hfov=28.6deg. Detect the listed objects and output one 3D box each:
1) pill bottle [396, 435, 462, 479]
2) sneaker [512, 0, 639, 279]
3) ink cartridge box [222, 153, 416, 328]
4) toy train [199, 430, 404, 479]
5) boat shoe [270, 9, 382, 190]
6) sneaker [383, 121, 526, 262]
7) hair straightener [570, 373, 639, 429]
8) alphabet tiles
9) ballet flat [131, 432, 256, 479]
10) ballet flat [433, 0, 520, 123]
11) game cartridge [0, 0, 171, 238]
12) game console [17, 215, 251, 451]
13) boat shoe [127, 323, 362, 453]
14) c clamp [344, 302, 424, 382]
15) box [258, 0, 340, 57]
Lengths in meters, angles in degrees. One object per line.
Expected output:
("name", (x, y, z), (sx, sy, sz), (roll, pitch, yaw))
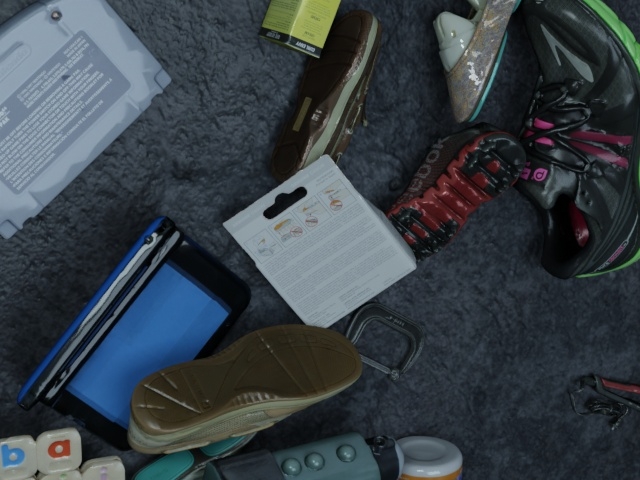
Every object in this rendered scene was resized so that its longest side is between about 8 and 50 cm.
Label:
("pill bottle", (0.157, 0.423, 1.949), (0.121, 0.121, 0.216), (-8, 109, -26))
("sneaker", (0.374, -0.150, 1.857), (0.202, 0.185, 0.483), (-26, 114, -23))
("ink cartridge box", (0.000, 0.000, 1.746), (0.181, 0.056, 0.225), (-34, 114, 12))
("toy train", (-0.032, 0.369, 1.794), (0.334, 0.142, 0.190), (-9, 138, -26))
("boat shoe", (0.023, -0.187, 1.722), (0.095, 0.095, 0.257), (20, 102, -43))
("sneaker", (0.173, -0.071, 1.823), (0.276, 0.135, 0.097), (-42, 115, 16))
("hair straightener", (0.513, 0.284, 2.139), (0.230, 0.047, 0.089), (14, 98, -30))
("alphabet tiles", (-0.398, 0.359, 1.647), (0.284, 0.021, 0.278), (-7, 126, -17))
("ballet flat", (-0.173, 0.308, 1.782), (0.213, 0.072, 0.068), (-33, 145, -15))
("ballet flat", (0.223, -0.325, 1.785), (0.106, 0.107, 0.316), (23, 88, -11))
("game cartridge", (-0.348, -0.169, 1.545), (0.294, 0.060, 0.196), (-45, 124, -9))
("game console", (-0.229, 0.133, 1.636), (0.173, 0.250, 0.293), (38, 85, -4))
("boat shoe", (-0.106, 0.207, 1.732), (0.341, 0.122, 0.110), (-11, 148, -24))
("c clamp", (0.081, 0.165, 1.893), (0.160, 0.022, 0.137), (22, 89, -30))
("box", (-0.002, -0.362, 1.651), (0.058, 0.087, 0.232), (17, 95, -33))
